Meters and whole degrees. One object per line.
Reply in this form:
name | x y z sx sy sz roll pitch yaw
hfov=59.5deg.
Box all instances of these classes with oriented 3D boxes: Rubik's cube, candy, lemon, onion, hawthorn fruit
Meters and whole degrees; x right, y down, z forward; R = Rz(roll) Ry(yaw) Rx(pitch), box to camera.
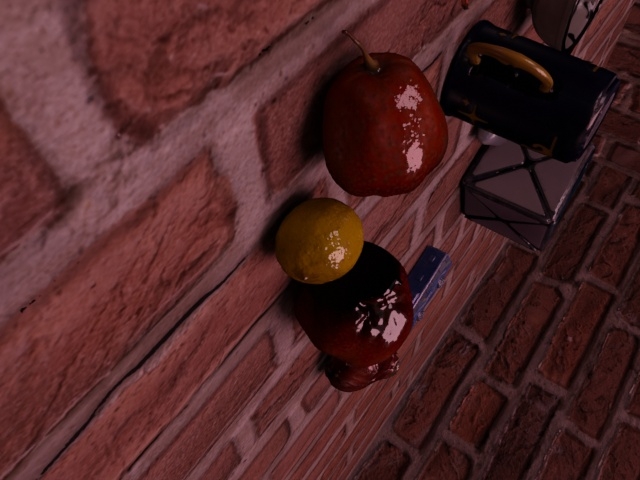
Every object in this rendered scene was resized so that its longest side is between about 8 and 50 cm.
Rubik's cube | 0.553 -0.153 1.520 0.260 0.254 0.259 -57 158 -6
candy | 0.433 -0.291 1.335 0.174 0.071 0.138 -14 130 -61
lemon | 0.000 0.000 0.720 0.133 0.109 0.109 -54 159 -37
onion | 0.100 0.248 1.198 0.184 0.147 0.184 -62 172 -15
hawthorn fruit | 0.069 -0.156 0.654 0.162 0.162 0.204 -40 133 -39
hawthorn fruit | 0.048 0.106 0.898 0.189 0.189 0.251 -52 176 -18

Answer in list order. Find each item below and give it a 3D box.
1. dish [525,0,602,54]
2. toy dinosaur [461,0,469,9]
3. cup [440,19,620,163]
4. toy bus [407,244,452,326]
dish | 0.498 -0.521 1.121 0.303 0.120 0.303 -46 155 -30
toy dinosaur | 0.255 -0.420 0.821 0.280 0.055 0.101 -51 166 -24
cup | 0.344 -0.244 0.959 0.255 0.256 0.178 -32 145 -48
toy bus | 0.257 0.127 1.488 0.236 0.079 0.094 -55 142 -12
